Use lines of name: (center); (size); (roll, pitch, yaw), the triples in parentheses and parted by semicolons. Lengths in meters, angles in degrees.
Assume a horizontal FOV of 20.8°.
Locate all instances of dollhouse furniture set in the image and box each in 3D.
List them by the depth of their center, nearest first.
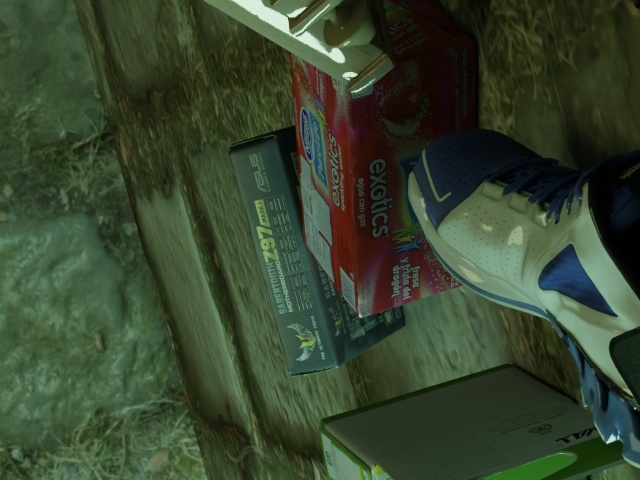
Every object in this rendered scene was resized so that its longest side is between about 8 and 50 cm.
dollhouse furniture set: (0.081, -0.292, 1.279); (0.355, 0.174, 0.303); (-37, 43, 30)

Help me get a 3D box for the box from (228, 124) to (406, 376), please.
box: (0.000, 0.000, 1.716); (0.183, 0.059, 0.233); (-25, -80, -65)

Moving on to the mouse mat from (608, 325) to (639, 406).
mouse mat: (0.265, 0.098, 1.021); (0.189, 0.007, 0.152); (-32, 90, 50)

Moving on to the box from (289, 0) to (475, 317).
box: (0.055, -0.079, 1.520); (0.128, 0.122, 0.257); (-127, 26, -48)

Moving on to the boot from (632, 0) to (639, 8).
boot: (0.195, -0.216, 1.076); (0.114, 0.037, 0.106); (60, 146, 31)

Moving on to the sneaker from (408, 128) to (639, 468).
sneaker: (0.192, -0.010, 1.169); (0.315, 0.127, 0.182); (50, 149, 40)

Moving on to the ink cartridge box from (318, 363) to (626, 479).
ink cartridge box: (0.132, 0.198, 1.412); (0.255, 0.189, 0.097); (-149, 46, -67)
